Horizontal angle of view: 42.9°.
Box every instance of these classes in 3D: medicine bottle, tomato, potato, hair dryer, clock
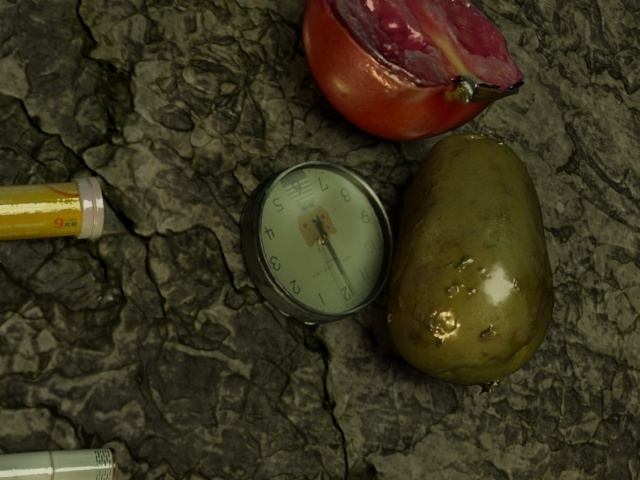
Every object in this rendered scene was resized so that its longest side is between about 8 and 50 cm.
[{"bbox_3d":[-0.355,-0.029,0.896,0.218,0.074,0.074,-6,80,-31],"label":"medicine bottle"},{"bbox_3d":[0.112,-0.271,1.188,0.335,0.176,0.290,-7,61,-36],"label":"tomato"},{"bbox_3d":[0.211,0.026,1.128,0.219,0.270,0.359,1,54,13],"label":"potato"},{"bbox_3d":[-0.297,0.316,0.859,0.155,0.044,0.183,5,78,-28],"label":"hair dryer"},{"bbox_3d":[0.000,0.000,1.115,0.226,0.049,0.226,9,72,-29],"label":"clock"}]
